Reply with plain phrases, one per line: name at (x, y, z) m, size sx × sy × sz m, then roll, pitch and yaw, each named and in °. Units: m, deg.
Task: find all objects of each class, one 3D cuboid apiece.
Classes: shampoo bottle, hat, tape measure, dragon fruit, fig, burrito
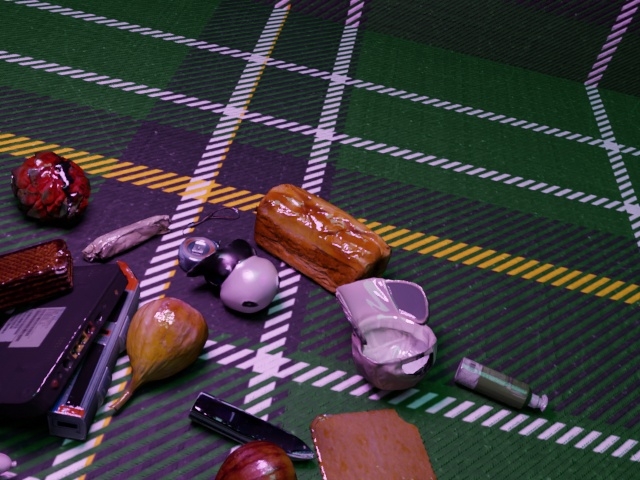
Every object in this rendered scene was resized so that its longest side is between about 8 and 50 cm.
shampoo bottle at (0.404, 0.325, 1.517) m, size 0.204 × 0.065 × 0.065 m, roll 22°, pitch 42°, yaw 9°
hat at (0.131, 0.198, 1.489) m, size 0.232 × 0.161 × 0.275 m, roll -11°, pitch 58°, yaw -41°
tape measure at (-0.271, -0.007, 1.614) m, size 0.104 × 0.180 × 0.107 m, roll 23°, pitch 38°, yaw -15°
dragon fruit at (-0.648, -0.127, 1.634) m, size 0.189 × 0.182 × 0.182 m, roll 10°, pitch 41°, yaw -7°
fig at (-0.338, 0.230, 1.366) m, size 0.159 × 0.159 × 0.257 m, roll 26°, pitch 59°, yaw 12°
burrito at (-0.459, -0.008, 1.637) m, size 0.229 × 0.058 × 0.063 m, roll -23°, pitch 20°, yaw -36°
fig at (-0.123, 0.427, 1.197) m, size 0.202 × 0.148 × 0.149 m, roll -6°, pitch -4°, yaw 24°

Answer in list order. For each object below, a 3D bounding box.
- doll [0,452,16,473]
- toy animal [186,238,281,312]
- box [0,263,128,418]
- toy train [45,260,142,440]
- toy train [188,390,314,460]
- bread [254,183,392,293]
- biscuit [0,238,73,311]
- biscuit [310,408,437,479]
doll at (-0.600, 0.358, 1.140) m, size 0.161 × 0.059 × 0.160 m, roll -8°, pitch 81°, yaw -32°
toy animal at (-0.186, 0.090, 1.563) m, size 0.179 × 0.138 × 0.166 m, roll 40°, pitch 67°, yaw 16°
box at (-0.532, 0.183, 1.321) m, size 0.211 × 0.058 × 0.350 m, roll -6°, pitch 39°, yaw 23°
toy train at (-0.440, 0.206, 1.384) m, size 0.089 × 0.086 × 0.409 m, roll 13°, pitch 41°, yaw -4°
toy train at (-0.132, 0.373, 1.320) m, size 0.252 × 0.048 × 0.055 m, roll 25°, pitch 37°, yaw 3°
bread at (0.004, -0.005, 1.674) m, size 0.344 × 0.195 × 0.149 m, roll 32°, pitch 49°, yaw 15°
biscuit at (-0.682, 0.099, 1.355) m, size 0.388 × 0.073 × 0.107 m, roll -17°, pitch 38°, yaw -8°
biscuit at (0.109, 0.437, 1.343) m, size 0.232 × 0.013 × 0.237 m, roll -1°, pitch 44°, yaw -17°
